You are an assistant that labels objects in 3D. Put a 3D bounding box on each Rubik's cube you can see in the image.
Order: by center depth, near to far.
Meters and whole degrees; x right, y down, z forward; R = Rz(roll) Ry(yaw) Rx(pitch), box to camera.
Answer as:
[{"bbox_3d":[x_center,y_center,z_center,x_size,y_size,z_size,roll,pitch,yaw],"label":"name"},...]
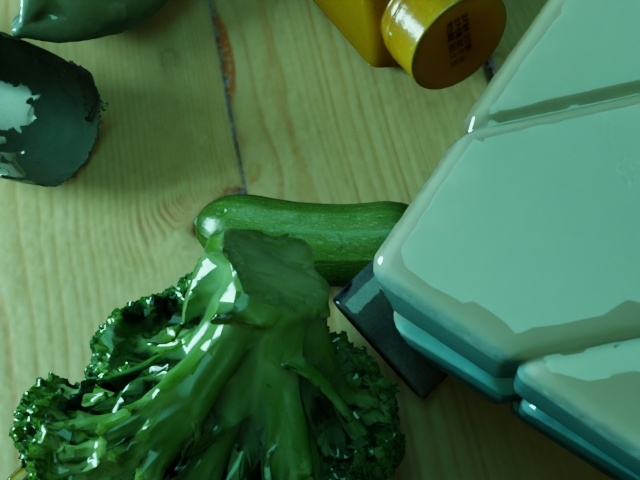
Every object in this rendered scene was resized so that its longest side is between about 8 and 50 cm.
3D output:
[{"bbox_3d":[0.252,0.001,0.540,0.322,0.316,0.319,33,85,14],"label":"Rubik's cube"}]

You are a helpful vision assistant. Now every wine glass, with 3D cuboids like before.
[{"bbox_3d":[-0.369,-0.147,0.920,0.321,0.143,0.143,16,62,16],"label":"wine glass"}]

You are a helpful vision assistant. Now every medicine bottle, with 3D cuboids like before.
[{"bbox_3d":[0.067,-0.247,0.893,0.112,0.149,0.222,-30,58,-9],"label":"medicine bottle"}]

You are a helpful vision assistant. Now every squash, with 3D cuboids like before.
[{"bbox_3d":[0.000,0.000,0.797,0.219,0.068,0.077,2,43,11],"label":"squash"}]

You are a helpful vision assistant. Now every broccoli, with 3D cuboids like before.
[{"bbox_3d":[-0.068,0.113,0.651,0.269,0.242,0.261,3,38,-38],"label":"broccoli"}]

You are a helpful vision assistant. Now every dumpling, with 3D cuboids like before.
[{"bbox_3d":[-0.231,-0.252,0.987,0.216,0.149,0.105,-36,88,-28],"label":"dumpling"}]

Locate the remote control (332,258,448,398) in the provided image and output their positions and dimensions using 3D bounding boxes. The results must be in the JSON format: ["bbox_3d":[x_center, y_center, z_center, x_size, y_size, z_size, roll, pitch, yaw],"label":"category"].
[{"bbox_3d":[0.179,-0.044,0.752,0.377,0.044,0.107,-43,103,-7],"label":"remote control"}]

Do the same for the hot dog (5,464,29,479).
[{"bbox_3d":[-0.208,0.186,0.739,0.056,0.041,0.133,35,62,27],"label":"hot dog"}]
